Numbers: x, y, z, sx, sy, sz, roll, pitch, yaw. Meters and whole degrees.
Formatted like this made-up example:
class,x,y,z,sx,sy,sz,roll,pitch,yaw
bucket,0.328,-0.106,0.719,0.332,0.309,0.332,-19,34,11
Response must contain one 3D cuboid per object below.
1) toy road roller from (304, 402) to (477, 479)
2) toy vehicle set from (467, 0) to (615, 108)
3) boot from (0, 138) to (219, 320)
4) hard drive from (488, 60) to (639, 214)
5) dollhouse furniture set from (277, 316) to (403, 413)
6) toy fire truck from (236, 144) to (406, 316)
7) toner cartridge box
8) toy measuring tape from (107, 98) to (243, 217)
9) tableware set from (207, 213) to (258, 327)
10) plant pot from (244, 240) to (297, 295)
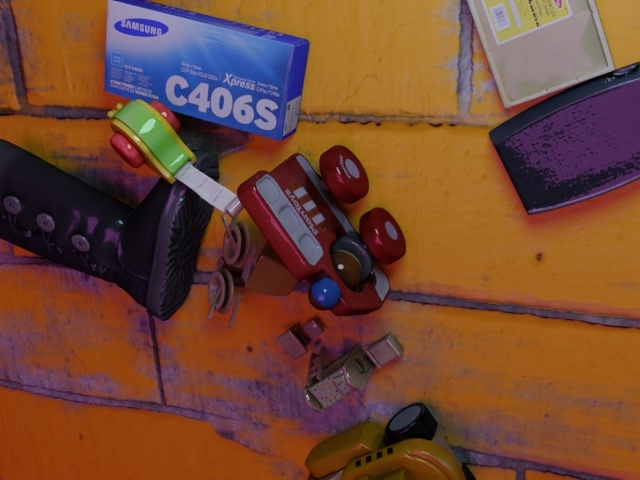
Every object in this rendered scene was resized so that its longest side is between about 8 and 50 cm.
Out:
class,x,y,z,sx,sy,sz,roll,pitch,yaw
toy road roller,0.114,0.473,1.397,0.329,0.240,0.203,-31,98,28
toy vehicle set,0.307,-0.346,1.098,0.165,0.035,0.267,-16,105,26
boot,-0.439,-0.088,1.446,0.445,0.146,0.367,28,117,13
hard drive,0.400,-0.144,1.137,0.254,0.054,0.172,-23,102,27
dollhouse furniture set,0.027,0.205,1.399,0.182,0.101,0.161,-36,95,29
toy fire truck,0.000,0.000,1.236,0.169,0.254,0.302,-29,99,29
toner cartridge box,-0.201,-0.298,1.292,0.347,0.075,0.165,17,115,14
toy measuring tape,-0.254,-0.151,1.245,0.330,0.121,0.121,35,122,30
tableware set,-0.179,0.051,1.405,0.128,0.039,0.194,53,131,48
plant pot,-0.081,0.056,1.394,0.083,0.081,0.082,28,119,-7
